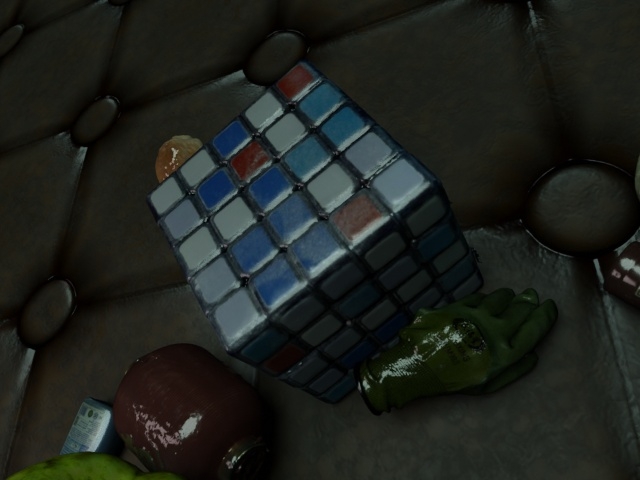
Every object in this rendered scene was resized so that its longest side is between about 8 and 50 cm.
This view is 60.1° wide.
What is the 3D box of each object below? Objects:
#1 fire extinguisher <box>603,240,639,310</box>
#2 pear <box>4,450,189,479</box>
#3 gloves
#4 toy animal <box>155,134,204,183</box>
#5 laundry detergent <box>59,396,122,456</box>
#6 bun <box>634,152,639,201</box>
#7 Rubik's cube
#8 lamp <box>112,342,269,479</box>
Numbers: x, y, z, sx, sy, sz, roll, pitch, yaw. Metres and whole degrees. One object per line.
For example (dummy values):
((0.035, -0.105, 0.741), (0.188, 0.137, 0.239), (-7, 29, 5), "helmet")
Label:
((0.425, 0.095, 0.601), (0.099, 0.071, 0.231), (-36, 52, -18), "fire extinguisher")
((-0.257, 0.422, 0.586), (0.391, 0.391, 0.390), (-12, 59, 21), "pear")
((0.171, 0.134, 0.684), (0.268, 0.107, 0.135), (-27, 95, -5), "gloves")
((-0.214, -0.078, 0.953), (0.104, 0.185, 0.183), (2, 65, 26), "toy animal")
((-0.382, 0.360, 0.878), (0.097, 0.061, 0.206), (11, 70, 29), "laundry detergent")
((0.511, -0.091, 0.617), (0.288, 0.146, 0.287), (-11, 59, 19), "bun")
((0.000, 0.000, 0.739), (0.293, 0.292, 0.287), (-41, 53, 5), "Rubik's cube")
((-0.184, 0.249, 0.777), (0.258, 0.180, 0.180), (26, 78, 36), "lamp")
